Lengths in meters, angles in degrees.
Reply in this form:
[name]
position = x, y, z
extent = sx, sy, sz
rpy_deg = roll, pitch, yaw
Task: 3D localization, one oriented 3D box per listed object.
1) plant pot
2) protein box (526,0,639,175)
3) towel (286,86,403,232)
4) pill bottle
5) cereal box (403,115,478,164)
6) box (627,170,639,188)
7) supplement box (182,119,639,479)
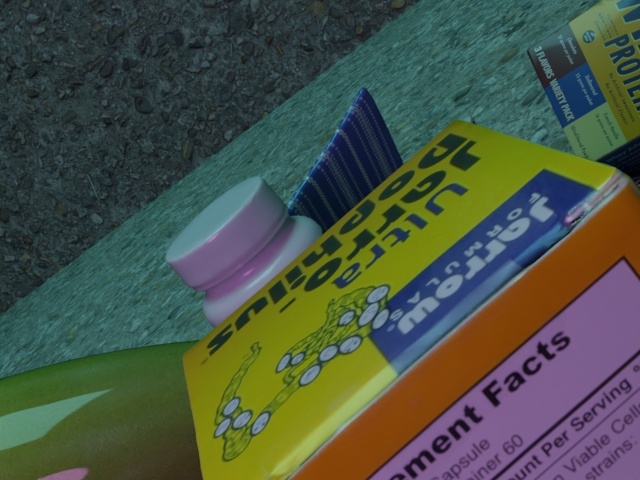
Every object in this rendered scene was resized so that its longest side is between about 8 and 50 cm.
[plant pot]
position = -0.195, 0.231, 1.202
extent = 0.293, 0.275, 0.275
rpy_deg = -24, 18, 3
[protein box]
position = 0.348, -0.158, 0.990
extent = 0.200, 0.136, 0.201
rpy_deg = -32, -23, 30
[towel]
position = 0.000, 0.000, 1.328
extent = 0.040, 0.243, 0.336
rpy_deg = 24, 72, 28
[pill bottle]
position = -0.025, 0.076, 1.130
extent = 0.161, 0.283, 0.161
rpy_deg = -37, 17, 13
[cereal box]
position = 0.159, -0.078, 1.531
extent = 0.173, 0.047, 0.240
rpy_deg = -34, 19, 27
[box]
position = 0.346, 0.026, 0.764
extent = 0.395, 0.097, 0.318
rpy_deg = -21, 27, 50
[supplement box]
position = 0.126, 0.144, 0.489
extent = 0.194, 0.356, 0.195
rpy_deg = -41, 17, -1
